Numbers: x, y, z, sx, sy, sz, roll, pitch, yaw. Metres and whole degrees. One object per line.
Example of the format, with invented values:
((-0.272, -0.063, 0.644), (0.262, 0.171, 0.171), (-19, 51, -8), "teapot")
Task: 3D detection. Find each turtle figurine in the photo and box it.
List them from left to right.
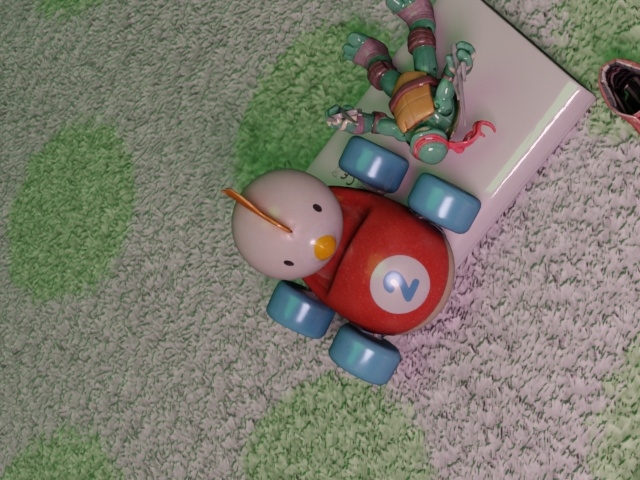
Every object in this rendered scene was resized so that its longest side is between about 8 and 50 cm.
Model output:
((0.092, -0.154, 1.425), (0.175, 0.118, 0.234), (-27, 44, 15), "turtle figurine")

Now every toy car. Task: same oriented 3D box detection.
((0.000, 0.000, 1.372), (0.210, 0.238, 0.219), (33, 99, 41), "toy car")

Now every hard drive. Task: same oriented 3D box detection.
((0.112, -0.087, 1.495), (0.353, 0.047, 0.233), (-52, 50, 16), "hard drive")

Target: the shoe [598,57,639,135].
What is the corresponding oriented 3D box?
((0.332, -0.103, 1.293), (0.063, 0.081, 0.178), (-46, 53, 20), "shoe")
